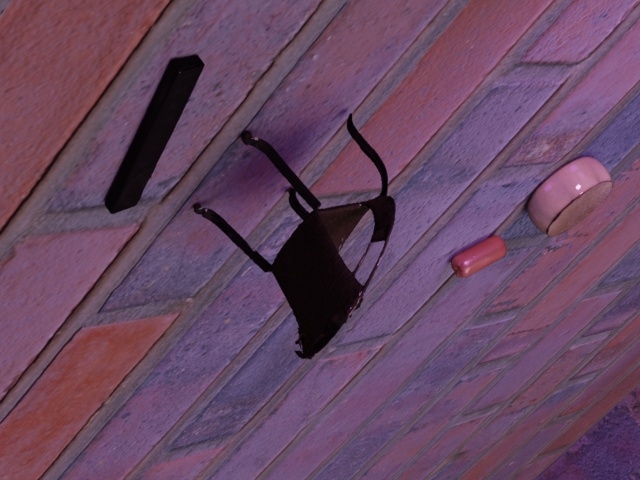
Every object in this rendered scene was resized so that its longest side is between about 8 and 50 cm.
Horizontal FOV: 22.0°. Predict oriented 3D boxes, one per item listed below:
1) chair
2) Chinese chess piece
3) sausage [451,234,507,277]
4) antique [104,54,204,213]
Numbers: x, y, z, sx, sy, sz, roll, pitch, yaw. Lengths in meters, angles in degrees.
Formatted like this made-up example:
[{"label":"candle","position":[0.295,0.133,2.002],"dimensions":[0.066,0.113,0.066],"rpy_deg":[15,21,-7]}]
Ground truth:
[{"label":"chair","position":[0.000,0.000,1.570],"dimensions":[0.149,0.213,0.174],"rpy_deg":[-7,147,-43]},{"label":"Chinese chess piece","position":[0.334,-0.059,2.210],"dimensions":[0.122,0.051,0.122],"rpy_deg":[-33,161,-13]},{"label":"sausage","position":[0.213,0.022,2.214],"dimensions":[0.083,0.034,0.034],"rpy_deg":[-26,158,-23]},{"label":"antique","position":[-0.143,-0.089,1.413],"dimensions":[0.031,0.015,0.192],"rpy_deg":[-20,155,-38]}]
